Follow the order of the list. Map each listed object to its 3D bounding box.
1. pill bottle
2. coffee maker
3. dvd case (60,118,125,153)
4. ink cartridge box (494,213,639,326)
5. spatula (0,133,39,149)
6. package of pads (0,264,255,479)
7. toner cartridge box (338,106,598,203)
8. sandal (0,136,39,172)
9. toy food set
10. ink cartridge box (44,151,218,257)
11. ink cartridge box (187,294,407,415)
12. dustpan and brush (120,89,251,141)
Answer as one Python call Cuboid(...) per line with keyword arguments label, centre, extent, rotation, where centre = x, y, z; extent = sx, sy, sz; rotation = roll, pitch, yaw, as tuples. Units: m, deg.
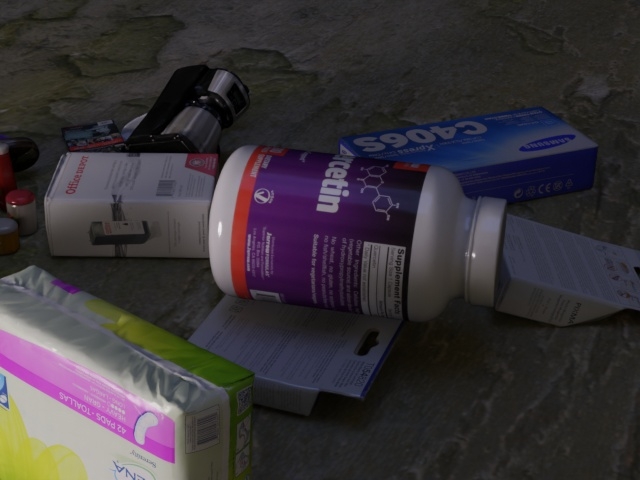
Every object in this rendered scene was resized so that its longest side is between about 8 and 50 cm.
Cuboid(label="pill bottle", centre=(0.045, -0.006, 1.462), extent=(0.323, 0.181, 0.181), rotation=(7, 29, 10))
Cuboid(label="coffee maker", centre=(-0.213, -0.175, 1.894), extent=(0.171, 0.120, 0.178), rotation=(15, 47, 13))
Cuboid(label="dvd case", centre=(-0.357, -0.157, 2.007), extent=(0.087, 0.013, 0.119), rotation=(-12, 32, -16))
Cuboid(label="ink cartridge box", centre=(0.322, 0.049, 1.625), extent=(0.232, 0.066, 0.189), rotation=(19, 26, -11))
Cuboid(label="spatula", centre=(-0.587, -0.145, 1.963), extent=(0.297, 0.030, 0.084), rotation=(4, 34, 7))
Cuboid(label="package of pads", centre=(-0.193, 0.180, 1.157), extent=(0.297, 0.229, 0.101), rotation=(22, 32, 35))
Cuboid(label="toner cartridge box", centre=(0.216, -0.115, 1.880), extent=(0.348, 0.075, 0.165), rotation=(-11, 31, -21))
Cuboid(label="sandal", centre=(-0.527, -0.136, 1.873), extent=(0.219, 0.090, 0.060), rotation=(-8, 62, -16))
Cuboid(label="toy food set", centre=(-0.470, -0.075, 1.757), extent=(0.111, 0.104, 0.232), rotation=(-21, 35, -35))
Cuboid(label="ink cartridge box", centre=(-0.251, -0.050, 1.730), extent=(0.218, 0.092, 0.158), rotation=(2, 28, -1))
Cuboid(label="ink cartridge box", centre=(-0.024, 0.118, 1.469), extent=(0.224, 0.045, 0.223), rotation=(11, 29, 17))
Cuboid(label="dustpan and brush", centre=(-0.199, -0.193, 2.030), extent=(0.211, 0.060, 0.147), rotation=(-19, 34, -31))
